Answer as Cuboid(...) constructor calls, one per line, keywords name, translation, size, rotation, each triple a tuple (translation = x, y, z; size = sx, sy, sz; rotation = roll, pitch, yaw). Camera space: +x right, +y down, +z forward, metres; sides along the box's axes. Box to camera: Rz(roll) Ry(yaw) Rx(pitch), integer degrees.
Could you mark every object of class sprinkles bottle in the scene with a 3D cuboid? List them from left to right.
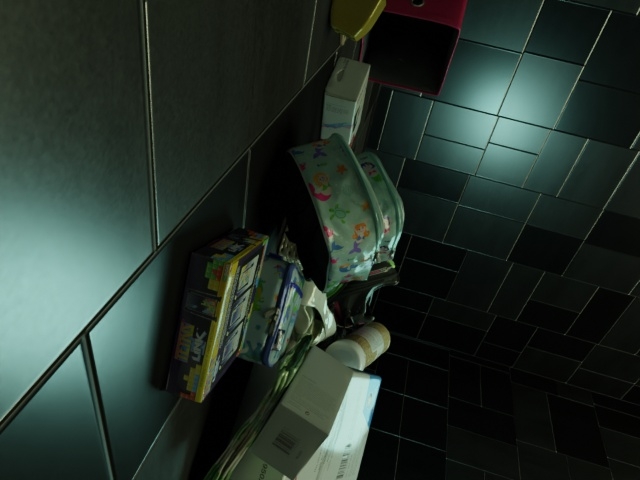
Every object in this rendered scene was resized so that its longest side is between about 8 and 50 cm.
Cuboid(name="sprinkles bottle", translation=(0.128, 0.352, 1.554), size=(0.355, 0.121, 0.121), rotation=(-3, 109, -67))

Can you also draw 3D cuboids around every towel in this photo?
Cuboid(name="towel", translation=(-0.123, 0.327, 0.871), size=(0.324, 0.038, 0.248), rotation=(-58, 175, 4))

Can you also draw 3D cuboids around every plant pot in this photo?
Cuboid(name="plant pot", translation=(0.060, -0.402, 0.840), size=(0.083, 0.082, 0.081), rotation=(-64, 178, 16))

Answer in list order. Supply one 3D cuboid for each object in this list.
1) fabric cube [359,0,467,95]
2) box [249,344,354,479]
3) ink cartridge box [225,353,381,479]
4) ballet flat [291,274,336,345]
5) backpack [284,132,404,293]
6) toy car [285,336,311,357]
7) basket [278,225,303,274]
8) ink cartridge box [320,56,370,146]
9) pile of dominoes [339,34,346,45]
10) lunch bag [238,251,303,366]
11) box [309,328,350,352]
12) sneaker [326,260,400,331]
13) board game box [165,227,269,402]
Cuboid(name="fabric cube", translation=(0.268, -0.620, 1.368), size=(0.259, 0.255, 0.258), rotation=(93, 15, -66))
Cuboid(name="box", translation=(-0.028, 0.289, 0.820), size=(0.130, 0.091, 0.170), rotation=(-60, 175, 27))
Cuboid(name="ink cartridge box", translation=(-0.026, 0.437, 1.162), size=(0.395, 0.167, 0.285), rotation=(33, 70, -56))
Cuboid(name="ballet flat", translation=(-0.038, 0.209, 1.299), size=(0.400, 0.139, 0.139), rotation=(84, 21, -55))
Cuboid(name="backpack", translation=(0.029, -0.052, 0.816), size=(0.253, 0.191, 0.225), rotation=(79, -11, -63))
Cuboid(name="toy car", translation=(-0.083, 0.364, 1.404), size=(0.136, 0.159, 0.182), rotation=(-38, 179, 7))
Cuboid(name="basket", translation=(-0.024, 0.013, 1.047), size=(0.167, 0.103, 0.113), rotation=(88, 18, -75))
Cuboid(name="ink cartridge box", translation=(0.053, -0.297, 1.077), size=(0.175, 0.073, 0.127), rotation=(97, 11, -60))
Cuboid(name="pile of dominoes", translation=(0.088, -0.530, 0.942), size=(0.251, 0.040, 0.195), rotation=(95, 13, -66))
Cuboid(name="lunch bag", translation=(-0.087, 0.118, 0.815), size=(0.219, 0.090, 0.175), rotation=(87, 17, -77))
Cuboid(name="box", translation=(-0.030, 0.423, 1.655), size=(0.270, 0.060, 0.216), rotation=(-37, -168, 24))
Cuboid(name="sneaker", translation=(0.062, 0.226, 1.540), size=(0.482, 0.202, 0.185), rotation=(-47, 180, 21))
Cuboid(name="board game box", translation=(-0.120, 0.081, 0.573), size=(0.141, 0.048, 0.170), rotation=(-46, 152, -74))
